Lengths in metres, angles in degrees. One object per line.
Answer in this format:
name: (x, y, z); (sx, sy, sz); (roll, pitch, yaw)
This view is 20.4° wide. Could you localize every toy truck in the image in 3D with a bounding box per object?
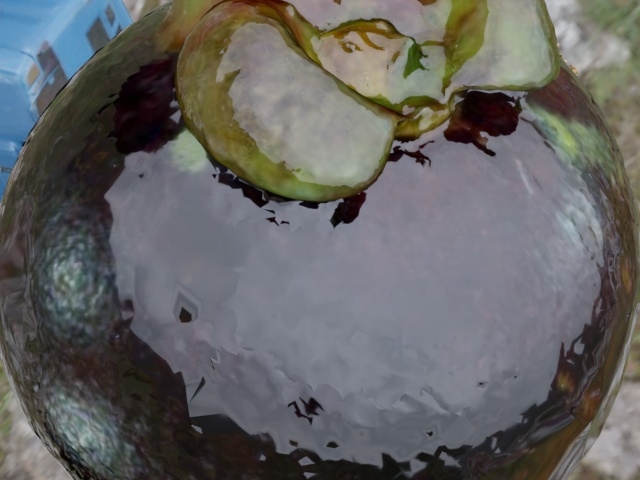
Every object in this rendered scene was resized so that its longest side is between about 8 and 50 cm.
toy truck: (-0.191, -0.046, 1.444); (0.161, 0.385, 0.162); (12, 54, 30)

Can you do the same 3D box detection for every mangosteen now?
mangosteen: (0.000, 0.000, 0.745); (0.288, 0.288, 0.288); (8, 68, -19)

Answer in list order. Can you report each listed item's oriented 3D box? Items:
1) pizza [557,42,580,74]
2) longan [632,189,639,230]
pizza: (0.147, -0.115, 1.199); (0.078, 0.083, 0.025); (38, 68, -30)
longan: (0.101, -0.002, 1.016); (0.167, 0.187, 0.167); (-6, 60, 10)
